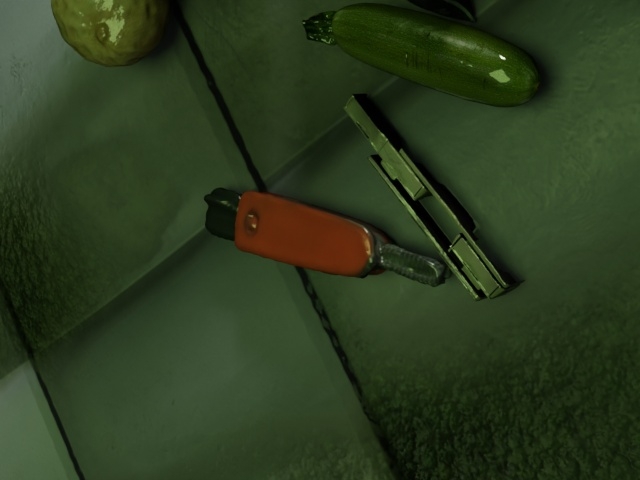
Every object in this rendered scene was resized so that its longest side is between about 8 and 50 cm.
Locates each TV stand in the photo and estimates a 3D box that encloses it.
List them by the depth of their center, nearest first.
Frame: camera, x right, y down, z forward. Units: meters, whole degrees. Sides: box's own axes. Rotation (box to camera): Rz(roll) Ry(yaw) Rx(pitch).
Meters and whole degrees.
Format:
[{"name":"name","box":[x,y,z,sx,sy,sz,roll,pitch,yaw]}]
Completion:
[{"name":"TV stand","box":[0.102,-0.044,1.051,0.249,0.036,0.042,54,126,18]}]

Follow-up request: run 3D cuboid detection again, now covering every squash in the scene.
[{"name":"squash","box":[0.097,-0.180,1.014,0.252,0.066,0.066,25,112,32]}]

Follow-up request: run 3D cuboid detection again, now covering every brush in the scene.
[{"name":"brush","box":[0.000,0.000,1.133,0.323,0.051,0.070,18,101,38]}]

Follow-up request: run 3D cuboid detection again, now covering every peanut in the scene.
[{"name":"peanut","box":[-0.241,-0.274,1.235,0.140,0.109,0.159,-47,66,42]}]

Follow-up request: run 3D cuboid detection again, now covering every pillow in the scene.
[{"name":"pillow","box":[0.077,-0.258,1.004,0.150,0.090,0.048,45,122,26]}]
